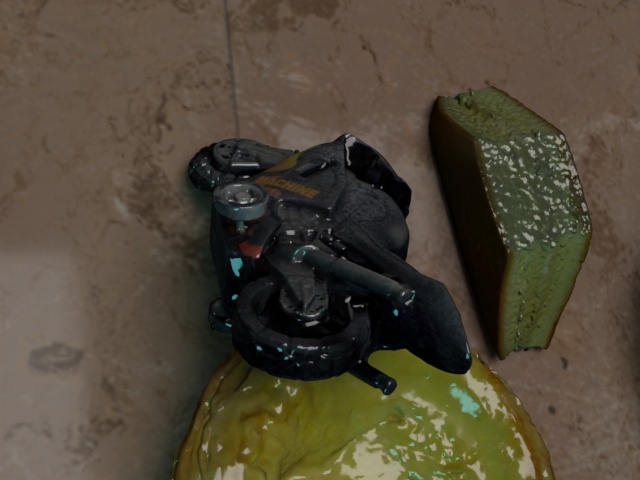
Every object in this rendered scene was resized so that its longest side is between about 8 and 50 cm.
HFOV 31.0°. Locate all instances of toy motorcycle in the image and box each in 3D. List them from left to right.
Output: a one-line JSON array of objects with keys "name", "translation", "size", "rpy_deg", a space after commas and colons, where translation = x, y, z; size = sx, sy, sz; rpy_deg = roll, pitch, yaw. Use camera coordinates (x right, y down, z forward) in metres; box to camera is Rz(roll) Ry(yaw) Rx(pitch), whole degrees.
[{"name": "toy motorcycle", "translation": [0.000, 0.000, 0.844], "size": [0.173, 0.108, 0.307], "rpy_deg": [-2, 33, -15]}]

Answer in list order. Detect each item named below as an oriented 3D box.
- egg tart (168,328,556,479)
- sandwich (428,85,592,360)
[{"name": "egg tart", "translation": [0.031, 0.202, 0.855], "size": [0.315, 0.120, 0.315], "rpy_deg": [8, 66, -18]}, {"name": "sandwich", "translation": [0.169, -0.030, 1.026], "size": [0.094, 0.096, 0.258], "rpy_deg": [-8, 75, -24]}]
